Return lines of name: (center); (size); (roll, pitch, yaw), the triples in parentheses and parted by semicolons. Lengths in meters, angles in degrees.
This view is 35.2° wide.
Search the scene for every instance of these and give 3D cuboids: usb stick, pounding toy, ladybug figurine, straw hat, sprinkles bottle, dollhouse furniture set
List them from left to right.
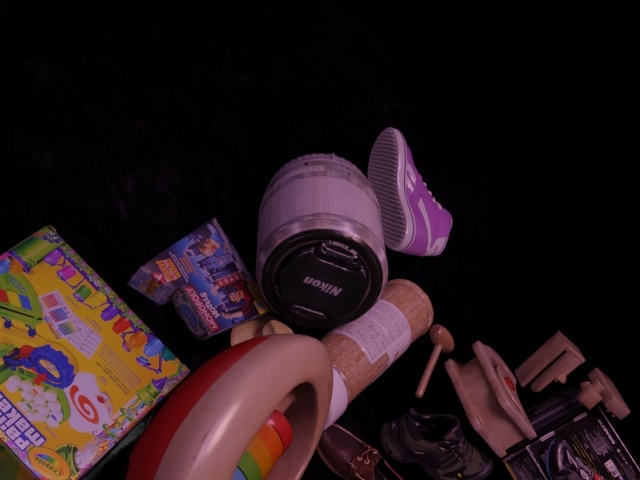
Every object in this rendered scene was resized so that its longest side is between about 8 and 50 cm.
ladybug figurine: (-0.139, 0.296, 1.419); (0.161, 0.305, 0.449); (17, 37, 24)
straw hat: (-0.075, 0.171, 1.703); (0.144, 0.061, 0.145); (20, 48, -24)
sprinkles bottle: (0.065, 0.190, 1.751); (0.121, 0.121, 0.355); (49, 42, 5)
pounding toy: (0.279, 0.288, 1.864); (0.154, 0.154, 0.270); (43, 18, -40)
usb stick: (0.428, 0.341, 1.952); (0.278, 0.077, 0.045); (-15, 98, -44)
dollhouse furniture set: (0.490, 0.294, 1.976); (0.151, 0.123, 0.144); (40, 16, -17)

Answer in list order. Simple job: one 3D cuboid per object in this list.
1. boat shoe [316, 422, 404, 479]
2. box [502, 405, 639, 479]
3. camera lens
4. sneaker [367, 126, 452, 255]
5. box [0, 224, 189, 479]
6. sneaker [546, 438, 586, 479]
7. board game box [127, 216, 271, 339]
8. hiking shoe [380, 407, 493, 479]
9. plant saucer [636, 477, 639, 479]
boat shoe: (0.079, 0.372, 1.657); (0.207, 0.073, 0.073); (44, 43, 1)
box: (0.520, 0.497, 1.896); (0.257, 0.079, 0.322); (-17, 69, -42)
camera lens: (0.000, 0.000, 1.745); (0.219, 0.219, 0.274); (27, 28, -18)
sneaker: (0.191, -0.093, 2.101); (0.161, 0.102, 0.282); (12, 62, -35)
box: (-0.390, 0.186, 1.360); (0.290, 0.177, 0.279); (46, 42, 1)
sneaker: (0.458, 0.437, 1.780); (0.067, 0.078, 0.188); (2, 58, -30)
board game box: (-0.210, 0.074, 1.676); (0.194, 0.060, 0.194); (-19, 71, -44)
hiking shoe: (0.220, 0.357, 1.744); (0.226, 0.114, 0.086); (22, 47, -23)
plant saucer: (0.522, 0.579, 1.689); (0.332, 0.081, 0.333); (-40, 112, -16)
